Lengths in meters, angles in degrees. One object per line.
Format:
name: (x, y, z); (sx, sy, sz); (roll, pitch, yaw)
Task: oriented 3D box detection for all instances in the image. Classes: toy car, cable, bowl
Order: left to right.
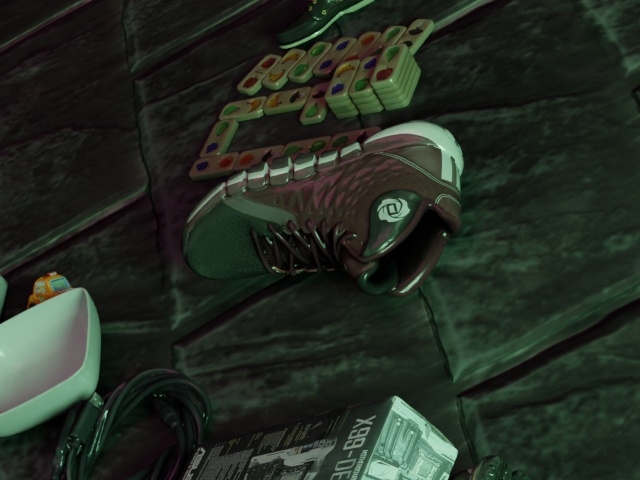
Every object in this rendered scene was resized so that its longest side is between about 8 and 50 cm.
toy car: (-0.303, 0.058, 1.660); (0.122, 0.040, 0.060); (-12, 7, -35)
bowl: (-0.270, 0.124, 1.593); (0.142, 0.053, 0.142); (-26, 37, 12)
cable: (-0.170, 0.193, 1.448); (0.150, 0.047, 0.184); (-12, 38, 22)

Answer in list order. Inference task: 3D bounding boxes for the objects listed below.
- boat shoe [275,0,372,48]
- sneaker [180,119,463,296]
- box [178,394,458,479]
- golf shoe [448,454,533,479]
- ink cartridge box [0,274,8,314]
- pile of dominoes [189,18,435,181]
boat shoe: (0.004, -0.261, 1.832); (0.133, 0.042, 0.049); (-33, 30, 4)
sneaker: (0.000, 0.000, 1.479); (0.281, 0.106, 0.162); (-23, 40, 15)
box: (-0.054, 0.268, 1.176); (0.242, 0.076, 0.307); (-20, 34, 46)
golf shoe: (0.091, 0.246, 1.156); (0.094, 0.077, 0.198); (-23, 31, 46)
ink cartridge box: (-0.467, 0.102, 1.654); (0.198, 0.197, 0.270); (-21, 38, 20)
pile of dominoes: (-0.014, -0.159, 1.730); (0.251, 0.040, 0.196); (-8, 43, 32)
